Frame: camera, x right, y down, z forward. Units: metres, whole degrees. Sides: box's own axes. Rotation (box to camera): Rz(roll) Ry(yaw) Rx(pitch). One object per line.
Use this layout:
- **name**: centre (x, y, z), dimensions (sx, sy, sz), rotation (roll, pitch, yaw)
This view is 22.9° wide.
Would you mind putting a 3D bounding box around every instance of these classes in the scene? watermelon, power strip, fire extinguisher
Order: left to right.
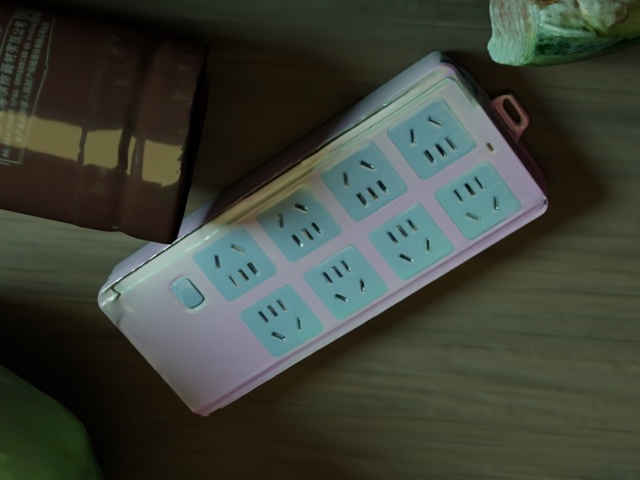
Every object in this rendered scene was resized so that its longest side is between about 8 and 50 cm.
- **fire extinguisher**: centre (-0.231, -0.095, 0.862), dimensions (0.337, 0.114, 0.135), rotation (11, 71, -3)
- **power strip**: centre (0.000, 0.000, 0.928), dimensions (0.279, 0.037, 0.109), rotation (-33, 110, 17)
- **watermelon**: centre (0.132, -0.156, 0.847), dimensions (0.098, 0.121, 0.158), rotation (-14, 70, -6)

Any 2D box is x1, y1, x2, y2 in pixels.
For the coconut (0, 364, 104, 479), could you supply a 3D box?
- **coconut**: centre (-0.285, 0.182, 0.898), dimensions (0.328, 0.281, 0.328), rotation (-1, 110, -3)
